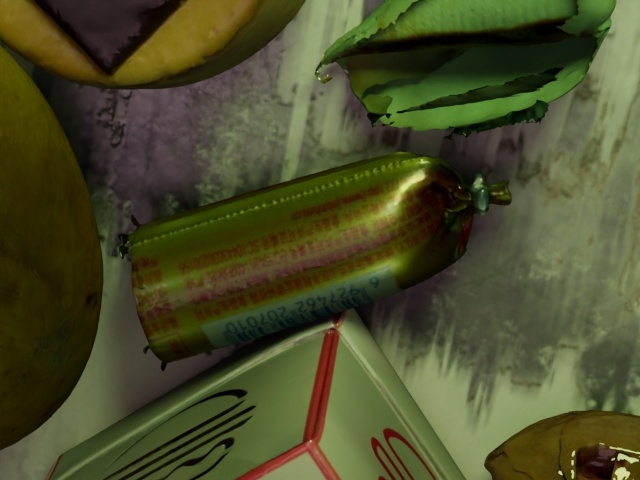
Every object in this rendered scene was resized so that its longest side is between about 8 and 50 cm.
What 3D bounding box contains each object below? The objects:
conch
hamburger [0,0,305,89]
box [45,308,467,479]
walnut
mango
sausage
[{"bbox_3d":[0.124,-0.157,1.228,0.250,0.137,0.143,-42,100,15],"label":"conch"},{"bbox_3d":[-0.139,-0.256,1.200,0.300,0.176,0.300,1,107,3],"label":"hamburger"},{"bbox_3d":[-0.038,0.281,1.292,0.314,0.300,0.312,-30,103,13],"label":"box"},{"bbox_3d":[0.258,0.215,1.343,0.245,0.137,0.137,18,108,3],"label":"walnut"},{"bbox_3d":[-0.317,-0.013,1.178,0.221,0.301,0.445,22,154,34],"label":"mango"},{"bbox_3d":[-0.001,-0.002,1.301,0.317,0.117,0.125,-18,108,8],"label":"sausage"}]
